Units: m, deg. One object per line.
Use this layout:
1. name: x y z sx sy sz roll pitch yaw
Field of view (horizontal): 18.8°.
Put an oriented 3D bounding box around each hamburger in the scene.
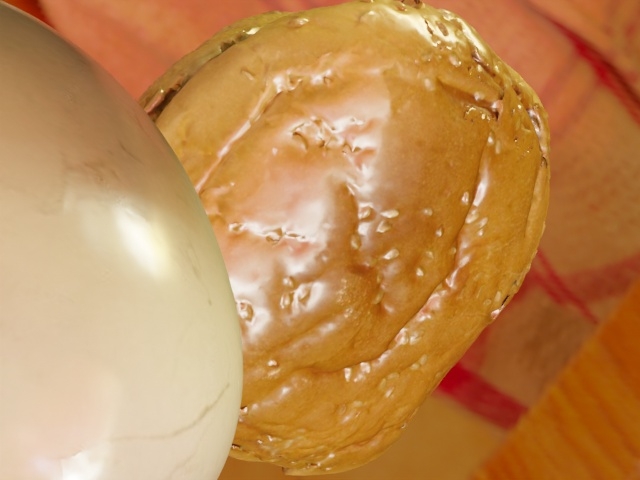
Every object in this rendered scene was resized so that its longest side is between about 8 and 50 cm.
1. hamburger: 0.001 0.002 1.059 0.134 0.265 0.285 35 93 36

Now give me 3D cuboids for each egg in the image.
1. egg: -0.128 0.014 0.645 0.264 0.183 0.183 38 101 39
